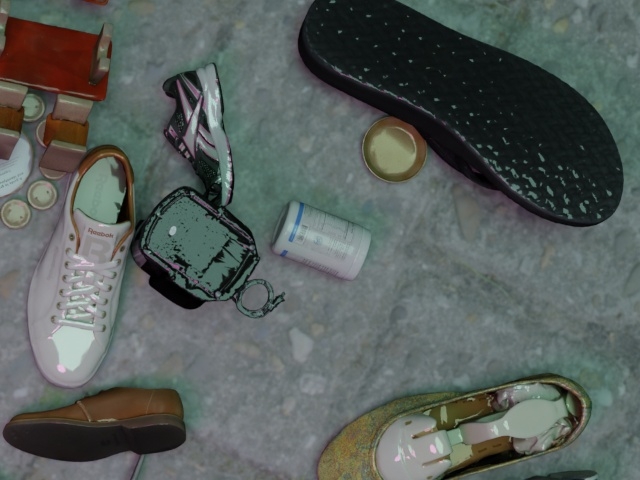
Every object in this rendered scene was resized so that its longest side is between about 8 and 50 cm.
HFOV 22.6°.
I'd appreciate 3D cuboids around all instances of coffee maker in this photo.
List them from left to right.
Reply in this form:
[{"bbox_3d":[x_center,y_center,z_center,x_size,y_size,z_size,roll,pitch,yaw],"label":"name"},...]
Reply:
[{"bbox_3d":[-0.139,0.029,1.855,0.120,0.178,0.171,-30,90,-11],"label":"coffee maker"}]

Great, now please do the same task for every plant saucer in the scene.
[{"bbox_3d":[0.091,-0.112,1.997,0.083,0.015,0.083,1,85,-12],"label":"plant saucer"}]

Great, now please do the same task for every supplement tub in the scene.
[{"bbox_3d":[0.000,0.000,1.942,0.107,0.071,0.071,22,82,-10],"label":"supplement tub"}]

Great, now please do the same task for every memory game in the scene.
[{"bbox_3d":[-0.388,-0.099,1.897,0.186,0.012,0.186,1,86,-12],"label":"memory game"}]

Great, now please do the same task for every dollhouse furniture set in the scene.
[{"bbox_3d":[-0.370,-0.223,1.854,0.259,0.135,0.262,11,70,-16],"label":"dollhouse furniture set"}]

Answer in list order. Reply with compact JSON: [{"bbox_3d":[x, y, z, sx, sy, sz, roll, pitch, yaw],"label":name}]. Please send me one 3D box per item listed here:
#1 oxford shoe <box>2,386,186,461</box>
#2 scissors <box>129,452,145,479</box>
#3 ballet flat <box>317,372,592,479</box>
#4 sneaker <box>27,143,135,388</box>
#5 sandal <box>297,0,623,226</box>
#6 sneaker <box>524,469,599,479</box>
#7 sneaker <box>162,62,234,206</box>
[{"bbox_3d":[-0.264,0.210,1.882,0.212,0.076,0.076,-3,49,-4],"label":"oxford shoe"},{"bbox_3d":[-0.237,0.333,1.853,0.021,0.109,0.297,15,82,14],"label":"scissors"},{"bbox_3d":[0.168,0.236,1.939,0.348,0.123,0.123,-14,89,-12],"label":"ballet flat"},{"bbox_3d":[-0.277,0.028,1.857,0.105,0.123,0.290,9,85,-13],"label":"sneaker"},{"bbox_3d":[0.177,-0.165,1.980,0.445,0.107,0.168,33,69,4],"label":"sandal"},{"bbox_3d":[0.207,0.395,1.929,0.315,0.127,0.182,-11,86,-14],"label":"sneaker"},{"bbox_3d":[-0.148,-0.120,1.930,0.077,0.072,0.178,-10,80,-1],"label":"sneaker"}]
